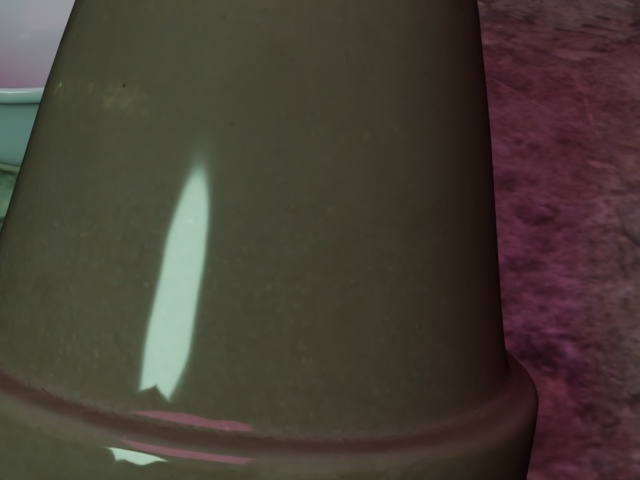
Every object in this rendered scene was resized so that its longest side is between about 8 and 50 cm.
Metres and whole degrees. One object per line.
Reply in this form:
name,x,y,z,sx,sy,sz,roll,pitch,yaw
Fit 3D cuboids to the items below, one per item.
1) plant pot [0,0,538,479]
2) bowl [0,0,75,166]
plant pot,-0.029,-0.014,0.468,0.263,0.229,0.263,6,12,-1
bowl,-0.158,-0.140,0.718,0.298,0.134,0.298,0,48,0
